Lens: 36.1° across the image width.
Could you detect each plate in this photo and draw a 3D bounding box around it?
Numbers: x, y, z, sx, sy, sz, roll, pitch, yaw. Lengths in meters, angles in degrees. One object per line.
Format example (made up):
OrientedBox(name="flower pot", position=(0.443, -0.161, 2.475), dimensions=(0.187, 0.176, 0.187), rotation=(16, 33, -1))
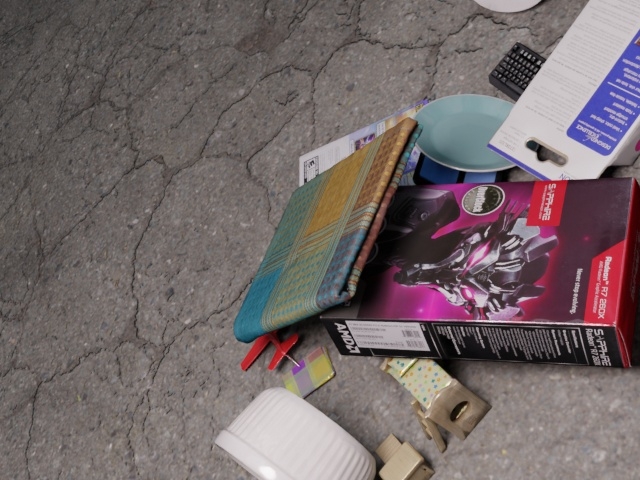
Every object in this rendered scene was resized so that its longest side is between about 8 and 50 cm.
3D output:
OrientedBox(name="plate", position=(0.222, -0.151, 1.422), dimensions=(0.188, 0.024, 0.188), rotation=(-1, 42, 0))

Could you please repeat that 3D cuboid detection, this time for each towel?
OrientedBox(name="towel", position=(-0.016, 0.199, 1.453), dimensions=(0.083, 0.009, 0.060), rotation=(-40, 45, 13))
OrientedBox(name="towel", position=(0.000, 0.000, 1.332), dimensions=(0.370, 0.040, 0.271), rotation=(-27, 36, 63))

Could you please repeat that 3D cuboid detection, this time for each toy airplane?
OrientedBox(name="toy airplane", position=(-0.073, 0.152, 1.514), dimensions=(0.151, 0.028, 0.151), rotation=(-28, 44, 30))

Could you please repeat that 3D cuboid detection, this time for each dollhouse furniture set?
OrientedBox(name="dollhouse furniture set", position=(0.093, 0.208, 1.285), dimensions=(0.161, 0.101, 0.182), rotation=(-50, 43, 1))

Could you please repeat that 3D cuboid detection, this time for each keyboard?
OrientedBox(name="keyboard", position=(0.331, -0.241, 1.448), dimensions=(0.108, 0.023, 0.180), rotation=(-46, 44, 6))

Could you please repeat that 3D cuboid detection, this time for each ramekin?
OrientedBox(name="ramekin", position=(-0.025, 0.280, 1.269), dimensions=(0.207, 0.207, 0.109), rotation=(22, 70, 46))

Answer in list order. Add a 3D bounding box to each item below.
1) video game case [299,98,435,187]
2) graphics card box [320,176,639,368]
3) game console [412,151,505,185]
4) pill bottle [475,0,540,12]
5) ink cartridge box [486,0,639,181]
OrientedBox(name="video game case", position=(0.081, -0.056, 1.504), dimensions=(0.244, 0.061, 0.269), rotation=(-22, 50, 28))
OrientedBox(name="graphics card box", position=(0.205, 0.036, 1.234), dimensions=(0.371, 0.094, 0.233), rotation=(-1, 50, 27))
OrientedBox(name="game console", position=(0.204, -0.111, 1.410), dimensions=(0.107, 0.071, 0.122), rotation=(-13, 38, 33))
OrientedBox(name="pill bottle", position=(0.307, -0.502, 1.549), dimensions=(0.153, 0.153, 0.265), rotation=(-8, 58, 37))
OrientedBox(name="ink cartridge box", position=(0.401, -0.231, 1.323), dimensions=(0.176, 0.069, 0.371), rotation=(39, 93, 39))
